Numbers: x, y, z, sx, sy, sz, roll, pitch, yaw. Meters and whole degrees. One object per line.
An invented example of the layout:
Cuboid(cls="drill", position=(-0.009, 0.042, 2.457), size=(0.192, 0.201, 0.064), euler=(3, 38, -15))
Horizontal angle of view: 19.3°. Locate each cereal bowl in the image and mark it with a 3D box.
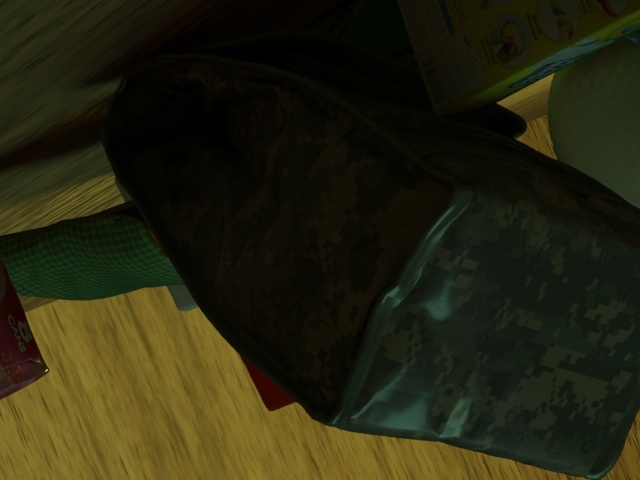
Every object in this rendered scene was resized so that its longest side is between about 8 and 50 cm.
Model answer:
Cuboid(cls="cereal bowl", position=(0.292, -0.163, 1.299), size=(0.339, 0.141, 0.339), euler=(-35, -170, 7))

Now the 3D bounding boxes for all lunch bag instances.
Cuboid(cls="lunch bag", position=(0.036, -0.011, 1.054), size=(0.235, 0.287, 0.169), euler=(17, 105, -43))

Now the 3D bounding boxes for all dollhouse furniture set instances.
Cuboid(cls="dollhouse furniture set", position=(-0.055, 0.049, 1.281), size=(0.198, 0.151, 0.302), euler=(-18, 170, 36))

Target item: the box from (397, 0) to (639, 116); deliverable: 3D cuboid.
Cuboid(cls="box", position=(0.106, -0.137, 0.889), size=(0.043, 0.105, 0.179), euler=(-14, 174, -36))

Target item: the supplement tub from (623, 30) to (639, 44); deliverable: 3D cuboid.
Cuboid(cls="supplement tub", position=(0.203, -0.161, 0.919), size=(0.190, 0.117, 0.117), euler=(-9, -175, 30))

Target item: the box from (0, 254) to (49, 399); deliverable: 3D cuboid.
Cuboid(cls="box", position=(-0.300, 0.058, 0.861), size=(0.300, 0.154, 0.142), euler=(-24, 178, 17))

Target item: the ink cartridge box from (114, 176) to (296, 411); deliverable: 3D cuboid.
Cuboid(cls="ink cartridge box", position=(0.000, 0.000, 1.507), size=(0.275, 0.238, 0.060), euler=(-24, -176, 28))

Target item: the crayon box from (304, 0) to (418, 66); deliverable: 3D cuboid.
Cuboid(cls="crayon box", position=(0.093, -0.135, 1.208), size=(0.165, 0.081, 0.278), euler=(-21, 178, -42))
